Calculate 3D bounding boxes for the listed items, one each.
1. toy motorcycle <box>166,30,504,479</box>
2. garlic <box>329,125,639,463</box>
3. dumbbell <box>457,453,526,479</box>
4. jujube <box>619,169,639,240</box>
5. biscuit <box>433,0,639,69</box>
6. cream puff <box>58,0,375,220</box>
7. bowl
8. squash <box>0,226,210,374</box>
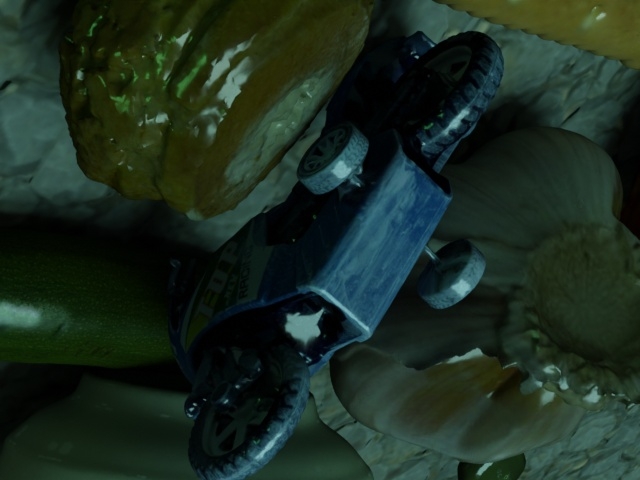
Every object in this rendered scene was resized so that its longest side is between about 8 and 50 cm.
[{"bbox_3d":[0.000,0.000,0.634,0.092,0.135,0.254,41,70,-23],"label":"toy motorcycle"},{"bbox_3d":[0.136,0.059,0.767,0.207,0.207,0.256,-44,125,11],"label":"garlic"},{"bbox_3d":[0.082,0.114,0.870,0.046,0.118,0.052,-32,141,-12],"label":"dumbbell"},{"bbox_3d":[0.281,-0.004,0.845,0.197,0.197,0.290,-15,125,-25],"label":"jujube"},{"bbox_3d":[0.140,-0.171,0.682,0.249,0.030,0.160,9,124,-43],"label":"biscuit"},{"bbox_3d":[-0.050,-0.081,0.567,0.144,0.103,0.126,-52,166,0],"label":"cream puff"},{"bbox_3d":[-0.070,0.137,0.721,0.237,0.237,0.126,8,89,-42],"label":"bowl"},{"bbox_3d":[-0.107,0.033,0.682,0.258,0.069,0.069,10,124,-43],"label":"squash"}]
